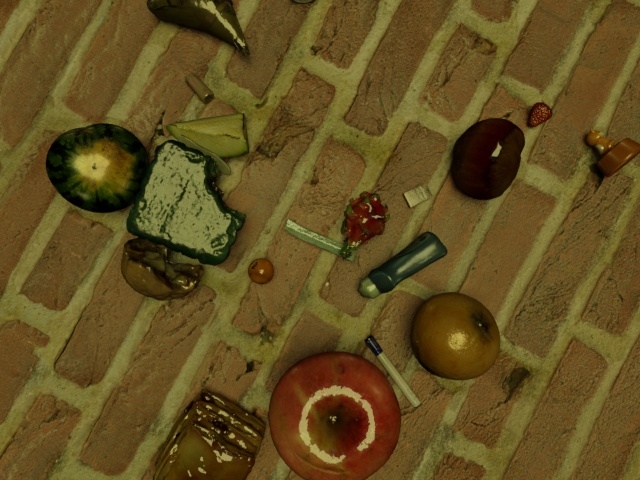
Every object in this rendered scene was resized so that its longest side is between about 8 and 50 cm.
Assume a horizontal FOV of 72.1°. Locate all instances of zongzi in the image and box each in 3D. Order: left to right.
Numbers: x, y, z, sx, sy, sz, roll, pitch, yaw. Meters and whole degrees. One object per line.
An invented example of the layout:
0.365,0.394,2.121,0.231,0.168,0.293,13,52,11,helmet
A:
-0.383,-0.676,1.369,0.261,0.123,0.288,-17,93,1,zongzi

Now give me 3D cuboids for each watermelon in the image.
-0.632,-0.209,1.270,0.270,0.269,0.268,0,88,-3,watermelon

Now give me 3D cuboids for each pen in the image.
0.231,0.416,1.394,0.033,0.033,0.269,-37,90,-4,pen

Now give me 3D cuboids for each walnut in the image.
-0.487,0.100,1.297,0.238,0.204,0.141,31,101,-1,walnut

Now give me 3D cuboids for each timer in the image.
0.929,-0.302,1.425,0.132,0.132,0.152,-36,69,-4,timer

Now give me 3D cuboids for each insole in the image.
-0.363,-0.268,1.380,0.192,0.063,0.010,33,53,-4,insole

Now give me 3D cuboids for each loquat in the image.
0.399,0.282,1.300,0.264,0.263,0.262,0,88,-3,loquat

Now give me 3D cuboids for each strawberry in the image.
0.712,-0.411,1.435,0.073,0.073,0.083,45,110,0,strawberry

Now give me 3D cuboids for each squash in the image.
-0.351,-0.303,1.357,0.253,0.093,0.169,-9,44,-4,squash

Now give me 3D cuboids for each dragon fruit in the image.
0.123,-0.043,1.344,0.135,0.137,0.235,28,68,13,dragon fruit

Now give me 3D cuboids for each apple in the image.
0.038,0.491,1.240,0.365,0.364,0.362,0,88,-3,apple

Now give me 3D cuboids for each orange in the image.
-0.184,0.096,1.364,0.084,0.083,0.083,0,88,-3,orange

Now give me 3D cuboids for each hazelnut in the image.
0.508,-0.251,1.357,0.218,0.217,0.251,7,111,-2,hazelnut

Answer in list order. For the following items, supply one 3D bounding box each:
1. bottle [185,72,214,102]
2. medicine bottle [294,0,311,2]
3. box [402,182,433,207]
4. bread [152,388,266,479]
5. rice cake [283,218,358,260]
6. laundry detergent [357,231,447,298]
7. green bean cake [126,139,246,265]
-0.385,-0.484,1.394,0.045,0.045,0.096,-42,89,-4,bottle
-0.065,-0.905,1.403,0.095,0.095,0.259,-7,88,-3,medicine bottle
0.315,-0.146,1.424,0.083,0.024,0.053,-27,89,-2,box
-0.334,0.645,1.290,0.278,0.167,0.324,30,86,-1,bread
0.000,0.000,1.395,0.246,0.042,0.045,24,90,-2,rice cake
0.245,0.089,1.357,0.290,0.143,0.094,-36,97,0,laundry detergent
-0.374,-0.106,1.315,0.308,0.169,0.299,24,88,-6,green bean cake
